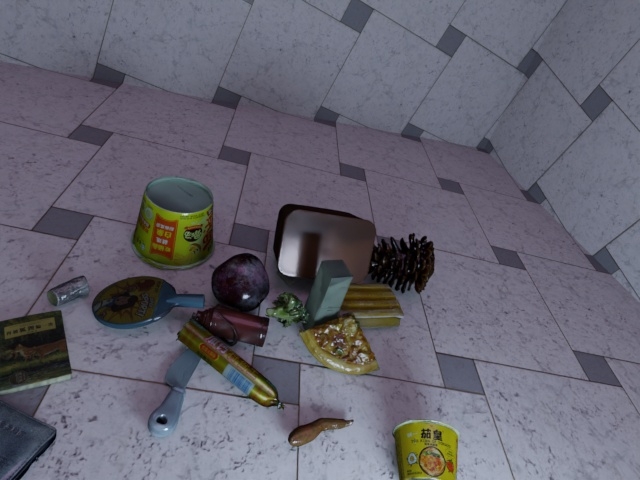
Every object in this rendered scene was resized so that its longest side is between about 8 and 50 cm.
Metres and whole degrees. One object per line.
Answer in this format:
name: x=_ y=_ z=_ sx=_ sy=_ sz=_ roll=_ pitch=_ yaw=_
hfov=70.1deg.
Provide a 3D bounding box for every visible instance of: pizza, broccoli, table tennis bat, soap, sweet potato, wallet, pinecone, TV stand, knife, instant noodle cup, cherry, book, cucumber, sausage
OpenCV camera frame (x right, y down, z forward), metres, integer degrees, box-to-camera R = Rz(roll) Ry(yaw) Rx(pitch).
pizza: x=0.075 y=0.318 z=1.456 sx=0.292 sy=0.058 sz=0.197 roll=29 pitch=69 yaw=-4
broccoli: x=-0.116 y=0.225 z=1.455 sx=0.123 sy=0.118 sz=0.204 roll=68 pitch=13 yaw=11
table tennis bat: x=-0.519 y=0.184 z=1.384 sx=0.328 sy=0.044 sz=0.215 roll=0 pitch=35 yaw=-4
soap: x=0.150 y=0.234 z=1.653 sx=0.273 sy=0.089 sz=0.174 roll=3 pitch=36 yaw=-23
sweet potato: x=-0.002 y=0.514 z=1.245 sx=0.214 sy=0.050 sz=0.050 roll=-3 pitch=40 yaw=-38
wallet: x=-0.720 y=0.440 z=1.000 sx=0.221 sy=0.036 sz=0.167 roll=24 pitch=35 yaw=7
pinecone: x=0.314 y=0.085 z=1.814 sx=0.291 sy=0.247 sz=0.246 roll=4 pitch=37 yaw=-4
TV stand: x=0.016 y=0.191 z=1.488 sx=0.082 sy=0.270 sz=0.088 roll=-1 pitch=40 yaw=-27
knife: x=-0.387 y=0.383 z=1.243 sx=0.079 sy=0.044 sz=0.331 roll=14 pitch=30 yaw=-4
instant noodle cup: x=-0.514 y=-0.075 z=1.629 sx=0.310 sy=0.222 sz=0.312 roll=12 pitch=36 yaw=-9
cherry: x=-0.257 y=0.141 z=1.510 sx=0.194 sy=0.195 sz=0.195 roll=13 pitch=36 yaw=-10
book: x=-0.756 y=0.286 z=1.200 sx=0.160 sy=0.024 sz=0.228 roll=-8 pitch=44 yaw=-31
cucumber: x=-0.747 y=0.149 z=1.355 sx=0.064 sy=0.064 sz=0.111 roll=38 pitch=42 yaw=24
instant noodle cup: x=0.279 y=0.579 z=1.197 sx=0.182 sy=0.182 sz=0.144 roll=16 pitch=45 yaw=-6
sausage: x=-0.249 y=0.359 z=1.289 sx=0.371 sy=0.082 sz=0.082 roll=34 pitch=37 yaw=12

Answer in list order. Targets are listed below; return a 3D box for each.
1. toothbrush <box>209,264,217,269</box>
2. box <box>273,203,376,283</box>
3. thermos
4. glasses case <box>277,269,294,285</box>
toothbrush: x=-0.342 y=0.116 z=1.638 sx=0.131 sy=0.013 sz=0.011 roll=26 pitch=25 yaw=10
box: x=0.000 y=0.000 z=1.718 sx=0.338 sy=0.240 sz=0.229 roll=8 pitch=12 yaw=-16
thermos: x=-0.280 y=0.255 z=1.408 sx=0.231 sy=0.099 sz=0.124 roll=15 pitch=39 yaw=-8
glasses case: x=-0.130 y=0.137 z=1.704 sx=0.032 sy=0.021 sz=0.083 roll=-20 pitch=51 yaw=-42
